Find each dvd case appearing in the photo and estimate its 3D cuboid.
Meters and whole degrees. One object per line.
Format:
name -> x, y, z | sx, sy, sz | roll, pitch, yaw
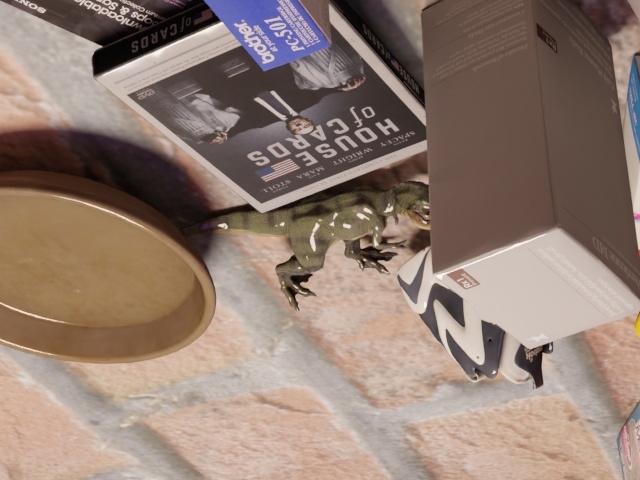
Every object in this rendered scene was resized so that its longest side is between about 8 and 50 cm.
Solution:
dvd case -> -0.029, -0.106, 1.049 | 0.179, 0.029, 0.239 | -20, 148, 21

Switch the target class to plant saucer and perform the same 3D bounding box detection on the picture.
plant saucer -> -0.226, 0.024, 1.209 | 0.278, 0.041, 0.278 | 5, 146, 3

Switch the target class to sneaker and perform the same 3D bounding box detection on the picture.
sneaker -> 0.173, 0.043, 1.178 | 0.094, 0.153, 0.235 | -13, 161, -47

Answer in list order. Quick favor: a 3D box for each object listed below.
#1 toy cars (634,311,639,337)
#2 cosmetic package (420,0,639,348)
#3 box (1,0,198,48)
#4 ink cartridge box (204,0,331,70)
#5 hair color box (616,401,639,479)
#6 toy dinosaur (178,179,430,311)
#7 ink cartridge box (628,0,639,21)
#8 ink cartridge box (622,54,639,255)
toy cars -> 0.313, -0.034, 0.951 | 0.087, 0.176, 0.393 | 42, 160, 2
cosmetic package -> 0.144, -0.061, 0.970 | 0.107, 0.238, 0.127 | -26, 140, 29
box -> -0.129, -0.193, 0.942 | 0.116, 0.029, 0.162 | 22, 140, -32
ink cartridge box -> -0.038, -0.205, 0.773 | 0.046, 0.207, 0.097 | -18, 143, 21
hair color box -> 0.518, 0.274, 1.543 | 0.347, 0.174, 0.105 | 2, 147, -6
toy dinosaur -> 0.000, 0.000, 1.212 | 0.268, 0.064, 0.118 | -8, 142, 15
ink cartridge box -> 0.341, -0.211, 0.835 | 0.198, 0.114, 0.273 | -7, 149, -28
ink cartridge box -> 0.314, -0.052, 1.137 | 0.134, 0.078, 0.231 | -4, 145, 3
